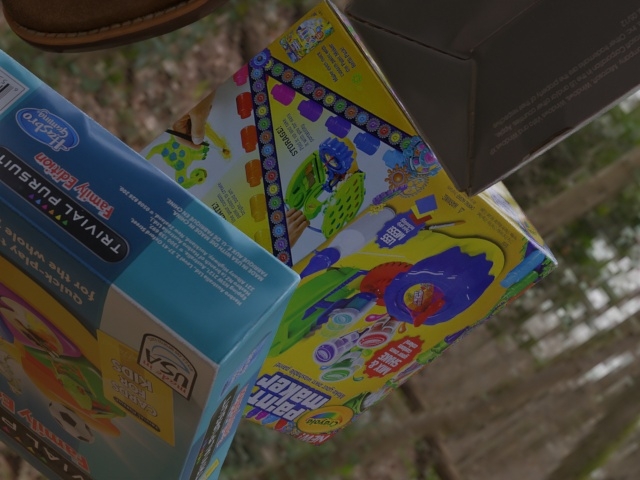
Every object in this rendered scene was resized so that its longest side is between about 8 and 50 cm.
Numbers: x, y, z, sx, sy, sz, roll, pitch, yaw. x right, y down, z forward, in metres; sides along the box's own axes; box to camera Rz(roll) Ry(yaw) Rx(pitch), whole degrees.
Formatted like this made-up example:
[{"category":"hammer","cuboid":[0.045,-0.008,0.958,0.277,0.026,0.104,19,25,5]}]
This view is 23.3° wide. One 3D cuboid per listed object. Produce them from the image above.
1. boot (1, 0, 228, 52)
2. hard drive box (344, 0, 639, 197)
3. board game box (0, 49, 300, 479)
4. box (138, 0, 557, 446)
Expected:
[{"category":"boot","cuboid":[-0.056,-0.188,0.759,0.115,0.305,0.112,34,44,-50]},{"category":"hard drive box","cuboid":[0.148,-0.125,0.617,0.089,0.181,0.232,57,37,2]},{"category":"board game box","cuboid":[-0.163,0.048,0.975,0.254,0.079,0.336,37,-30,9]},{"category":"box","cuboid":[0.000,0.000,1.293,0.177,0.279,0.290,59,14,29]}]
